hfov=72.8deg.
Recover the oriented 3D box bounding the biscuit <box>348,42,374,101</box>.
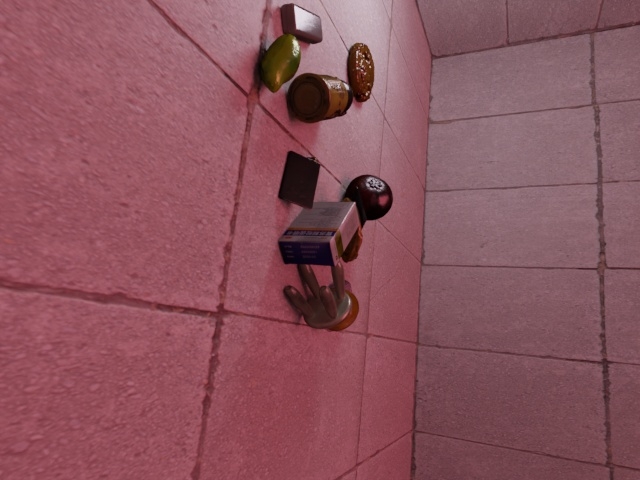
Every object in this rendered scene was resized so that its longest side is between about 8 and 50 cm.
[{"bbox_3d":[0.217,-0.858,2.213,0.296,0.075,0.296,0,90,-65],"label":"biscuit"}]

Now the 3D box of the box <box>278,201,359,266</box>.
[{"bbox_3d":[0.004,-0.032,1.596,0.299,0.199,0.107,-57,141,-50],"label":"box"}]

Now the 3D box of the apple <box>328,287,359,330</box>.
[{"bbox_3d":[0.066,0.276,1.769,0.155,0.182,0.183,61,36,-34],"label":"apple"}]

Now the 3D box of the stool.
[{"bbox_3d":[0.004,0.193,1.606,0.195,0.195,0.199,-61,142,-46],"label":"stool"}]

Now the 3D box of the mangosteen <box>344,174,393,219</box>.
[{"bbox_3d":[0.220,-0.179,2.087,0.262,0.235,0.236,114,2,-46],"label":"mangosteen"}]

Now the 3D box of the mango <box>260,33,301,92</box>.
[{"bbox_3d":[-0.131,-0.569,1.411,0.125,0.111,0.233,48,49,-50],"label":"mango"}]

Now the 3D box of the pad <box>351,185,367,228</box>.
[{"bbox_3d":[0.142,-0.090,1.823,0.243,0.004,0.164,110,-29,-56],"label":"pad"}]

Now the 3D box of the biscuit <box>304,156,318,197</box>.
[{"bbox_3d":[-0.060,-0.229,1.620,0.034,0.064,0.199,62,37,-54],"label":"biscuit"}]

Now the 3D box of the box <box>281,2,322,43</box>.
[{"bbox_3d":[-0.065,-0.804,1.618,0.243,0.055,0.104,-33,120,-62],"label":"box"}]

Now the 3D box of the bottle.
[{"bbox_3d":[0.024,-0.550,1.672,0.351,0.171,0.172,-37,123,-60],"label":"bottle"}]

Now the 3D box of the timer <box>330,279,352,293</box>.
[{"bbox_3d":[0.094,0.287,1.958,0.190,0.069,0.209,-20,107,-67],"label":"timer"}]

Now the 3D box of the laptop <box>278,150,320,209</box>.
[{"bbox_3d":[-0.073,-0.216,1.564,0.135,0.016,0.197,21,67,-23],"label":"laptop"}]

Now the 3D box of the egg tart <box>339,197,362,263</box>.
[{"bbox_3d":[0.088,-0.041,1.830,0.291,0.106,0.291,176,-90,-75],"label":"egg tart"}]
